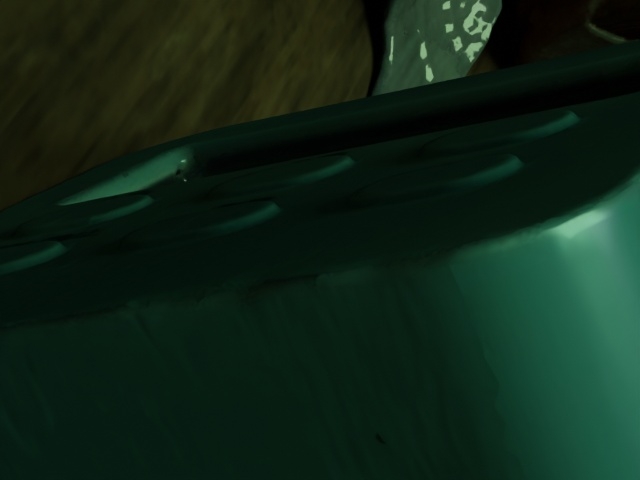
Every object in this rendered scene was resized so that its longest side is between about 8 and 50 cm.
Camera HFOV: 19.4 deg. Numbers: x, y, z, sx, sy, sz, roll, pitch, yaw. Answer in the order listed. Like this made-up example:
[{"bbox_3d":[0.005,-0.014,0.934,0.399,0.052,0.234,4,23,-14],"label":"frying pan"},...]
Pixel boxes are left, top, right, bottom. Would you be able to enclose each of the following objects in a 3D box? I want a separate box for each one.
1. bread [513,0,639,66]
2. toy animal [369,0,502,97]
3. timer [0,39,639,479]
[{"bbox_3d":[0.210,-0.109,0.989,0.212,0.224,0.142,27,65,-46],"label":"bread"},{"bbox_3d":[0.065,-0.153,0.820,0.255,0.176,0.239,-18,115,-45],"label":"toy animal"},{"bbox_3d":[0.000,0.000,0.481,0.091,0.231,0.250,69,26,-20],"label":"timer"}]
